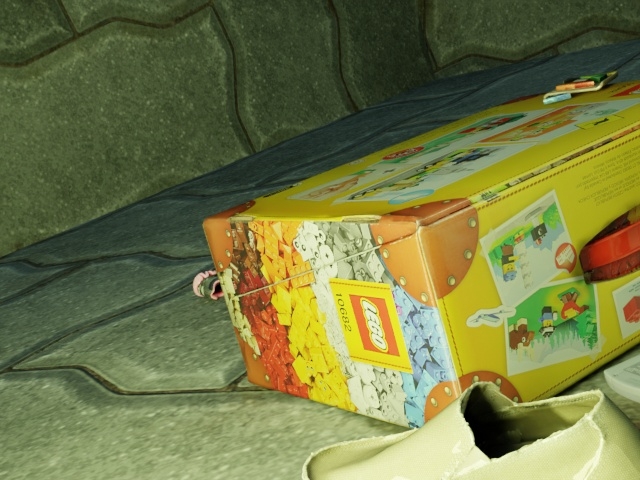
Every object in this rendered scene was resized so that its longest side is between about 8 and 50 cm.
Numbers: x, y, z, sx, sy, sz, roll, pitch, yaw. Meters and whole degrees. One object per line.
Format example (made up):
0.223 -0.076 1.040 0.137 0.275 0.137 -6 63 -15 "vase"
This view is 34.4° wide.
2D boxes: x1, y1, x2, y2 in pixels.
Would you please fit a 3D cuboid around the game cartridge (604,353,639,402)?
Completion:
0.271 0.113 0.837 0.056 0.017 0.083 -17 12 -18 "game cartridge"

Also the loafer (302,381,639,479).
0.100 0.149 0.717 0.268 0.092 0.102 -10 13 26 "loafer"

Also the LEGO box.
0.191 -0.012 1.073 0.500 0.193 0.372 -23 14 -31 "LEGO box"

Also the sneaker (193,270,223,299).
-0.130 0.058 1.560 0.119 0.047 0.057 -28 27 -25 "sneaker"

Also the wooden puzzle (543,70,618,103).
0.302 -0.182 1.200 0.078 0.014 0.116 -10 13 28 "wooden puzzle"
